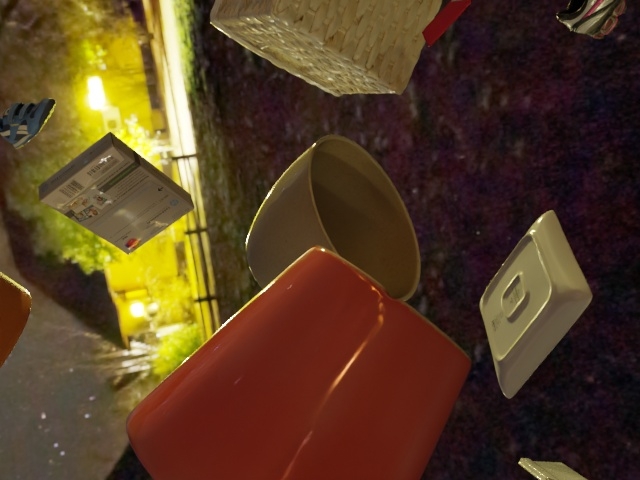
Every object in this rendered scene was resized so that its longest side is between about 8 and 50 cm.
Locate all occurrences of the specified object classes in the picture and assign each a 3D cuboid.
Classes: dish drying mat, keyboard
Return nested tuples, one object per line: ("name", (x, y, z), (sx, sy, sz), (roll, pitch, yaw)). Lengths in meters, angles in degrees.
("dish drying mat", (0.173, -0.308, 0.954), (0.083, 0.008, 0.032), (-43, 51, 34))
("keyboard", (0.352, 0.344, 0.973), (0.256, 0.072, 0.014), (102, 177, -85))

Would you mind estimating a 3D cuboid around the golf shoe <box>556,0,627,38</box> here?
("golf shoe", (0.398, -0.374, 0.951), (0.067, 0.086, 0.186), (-106, 31, -57))

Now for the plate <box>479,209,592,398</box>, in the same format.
("plate", (0.386, 0.113, 1.320), (0.277, 0.045, 0.278), (-89, 20, -54))

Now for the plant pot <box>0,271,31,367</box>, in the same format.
("plant pot", (-0.528, 0.109, 0.817), (0.203, 0.291, 0.291), (49, -178, -29))

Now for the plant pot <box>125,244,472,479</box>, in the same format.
("plant pot", (-0.003, 0.156, 0.667), (0.275, 0.243, 0.275), (37, 175, 4))

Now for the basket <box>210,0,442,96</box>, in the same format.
("basket", (0.035, -0.474, 1.269), (0.266, 0.328, 0.331), (22, 89, 57))

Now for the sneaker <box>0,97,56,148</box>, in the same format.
("sneaker", (-0.496, -0.204, 1.155), (0.144, 0.059, 0.053), (-24, 35, 36))

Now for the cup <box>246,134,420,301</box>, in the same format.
("cup", (0.000, 0.000, 1.309), (0.237, 0.331, 0.331), (-26, 70, 32))

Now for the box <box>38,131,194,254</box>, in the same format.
("box", (-0.309, -0.066, 1.065), (0.186, 0.145, 0.038), (42, -161, -47))
